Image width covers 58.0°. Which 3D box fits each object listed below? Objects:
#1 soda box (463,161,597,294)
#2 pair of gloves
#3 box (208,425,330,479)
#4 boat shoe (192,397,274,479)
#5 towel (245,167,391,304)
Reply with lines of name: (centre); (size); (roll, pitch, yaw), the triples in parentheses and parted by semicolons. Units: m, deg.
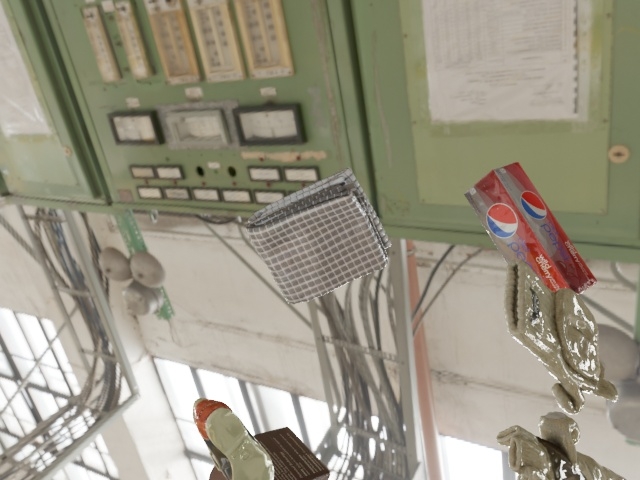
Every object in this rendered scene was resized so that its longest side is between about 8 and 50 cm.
soda box: (0.380, -0.008, 1.055); (0.083, 0.263, 0.092); (-19, 164, -36)
pair of gloves: (0.219, 0.158, 0.525); (0.042, 0.204, 0.240); (-19, -123, 43)
box: (-0.122, 0.550, 1.291); (0.203, 0.169, 0.167); (3, -155, -48)
boat shoe: (-0.090, 0.217, 0.594); (0.043, 0.137, 0.049); (11, -137, 47)
towel: (0.000, 0.000, 1.335); (0.283, 0.235, 0.121); (-23, -156, 12)
